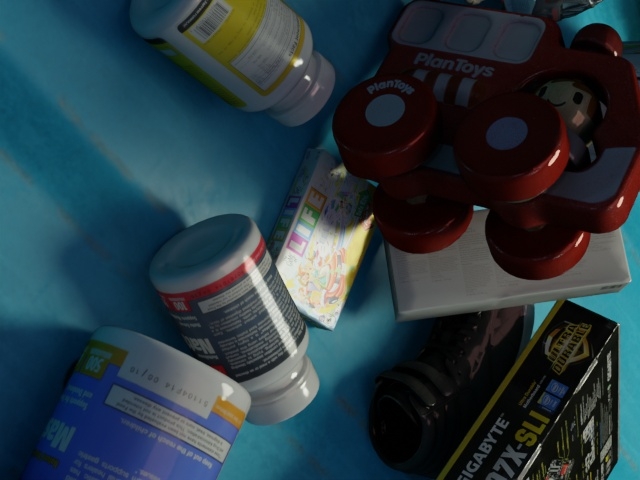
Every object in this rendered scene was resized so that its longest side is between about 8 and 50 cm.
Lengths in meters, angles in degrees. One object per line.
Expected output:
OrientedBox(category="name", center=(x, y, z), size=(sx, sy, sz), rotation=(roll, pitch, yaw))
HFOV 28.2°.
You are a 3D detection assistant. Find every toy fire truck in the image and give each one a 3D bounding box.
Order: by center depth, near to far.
OrientedBox(category="toy fire truck", center=(0.170, -0.120, 1.213), size=(0.254, 0.302, 0.169), rotation=(-62, 147, -23))

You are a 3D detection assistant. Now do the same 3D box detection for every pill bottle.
OrientedBox(category="pill bottle", center=(-0.178, 0.221, 1.060), size=(0.152, 0.152, 0.272), rotation=(37, 71, -38))
OrientedBox(category="pill bottle", center=(-0.073, -0.179, 1.134), size=(0.184, 0.103, 0.103), rotation=(36, 72, -39))
OrientedBox(category="pill bottle", center=(-0.072, 0.076, 1.163), size=(0.108, 0.108, 0.180), rotation=(-42, 120, -30))

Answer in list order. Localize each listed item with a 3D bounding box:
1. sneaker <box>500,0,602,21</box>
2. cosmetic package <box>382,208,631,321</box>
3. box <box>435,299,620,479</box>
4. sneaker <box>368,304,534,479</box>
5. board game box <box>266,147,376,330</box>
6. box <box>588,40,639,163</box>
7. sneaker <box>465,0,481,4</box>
OrientedBox(category="sneaker", center=(0.300, -0.301, 1.414), size=(0.262, 0.125, 0.104), rotation=(-45, 127, -45))
OrientedBox(category="cosmetic package", center=(0.189, 0.018, 1.313), size=(0.239, 0.060, 0.099), rotation=(-7, 77, -2))
OrientedBox(category="box", center=(0.238, 0.253, 1.398), size=(0.257, 0.079, 0.322), rotation=(-50, 149, -23))
OrientedBox(category="sneaker", center=(0.136, 0.120, 1.351), size=(0.146, 0.104, 0.296), rotation=(6, 96, -47))
OrientedBox(category="board game box", center=(0.000, 0.000, 1.270), size=(0.103, 0.026, 0.154), rotation=(32, 74, -39))
OrientedBox(category="box", center=(0.337, -0.145, 1.393), size=(0.231, 0.262, 0.127), rotation=(-22, 109, -38))
OrientedBox(category="sneaker", center=(0.138, -0.350, 1.238), size=(0.129, 0.111, 0.297), rotation=(-32, 142, -3))
